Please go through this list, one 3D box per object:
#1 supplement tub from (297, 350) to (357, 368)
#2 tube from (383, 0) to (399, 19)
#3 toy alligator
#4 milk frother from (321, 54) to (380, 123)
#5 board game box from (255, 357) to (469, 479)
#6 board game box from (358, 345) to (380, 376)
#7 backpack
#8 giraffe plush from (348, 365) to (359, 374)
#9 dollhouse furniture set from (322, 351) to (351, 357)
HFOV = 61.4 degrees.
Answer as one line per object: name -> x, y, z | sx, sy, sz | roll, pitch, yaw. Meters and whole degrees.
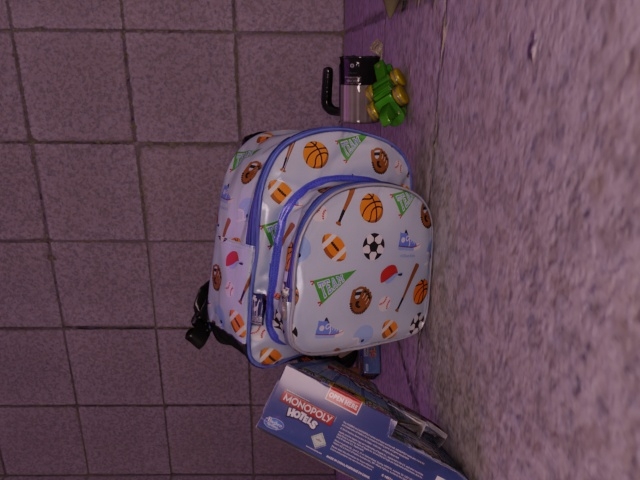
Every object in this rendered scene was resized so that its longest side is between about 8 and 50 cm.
supplement tub -> 0.019, 0.284, 1.596 | 0.316, 0.193, 0.194 | 90, 180, -48
tube -> 0.100, -0.375, 0.728 | 0.070, 0.062, 0.240 | -49, 3, 9
toy alligator -> 0.102, -0.227, 0.802 | 0.051, 0.056, 0.190 | 36, -140, -38
milk frother -> 0.084, -0.325, 1.155 | 0.143, 0.129, 0.135 | -19, -64, -45
board game box -> 0.045, 0.174, 0.521 | 0.060, 0.194, 0.194 | -63, -1, -4
board game box -> 0.102, 0.192, 1.164 | 0.136, 0.035, 0.201 | 92, 178, -70
backpack -> 0.000, 0.000, 0.626 | 0.213, 0.276, 0.264 | 3, 95, 51
giraffe plush -> 0.031, 0.423, 1.427 | 0.210, 0.170, 0.182 | 107, 163, -88
dollhouse furniture set -> 0.044, 0.068, 0.919 | 0.286, 0.198, 0.303 | 52, -177, -14
